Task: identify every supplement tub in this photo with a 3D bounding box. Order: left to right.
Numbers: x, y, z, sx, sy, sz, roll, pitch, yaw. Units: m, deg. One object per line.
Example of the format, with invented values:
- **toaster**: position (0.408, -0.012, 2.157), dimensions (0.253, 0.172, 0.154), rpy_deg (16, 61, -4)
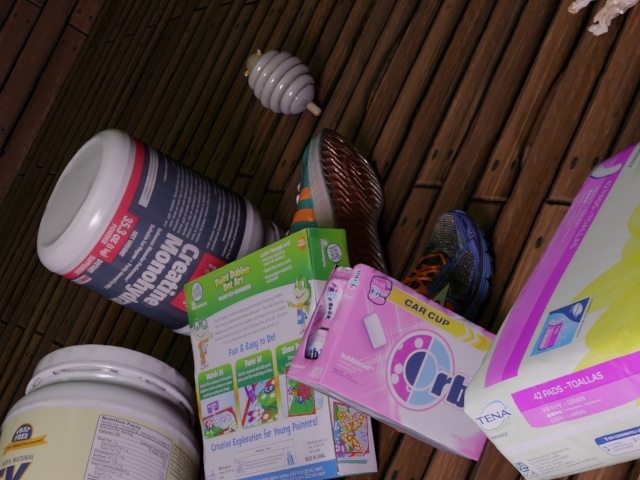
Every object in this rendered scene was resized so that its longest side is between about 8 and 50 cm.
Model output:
- **supplement tub**: position (-0.264, 0.306, 1.462), dimensions (0.235, 0.235, 0.325), rpy_deg (-36, 35, 41)
- **supplement tub**: position (-0.191, 0.001, 1.594), dimensions (0.191, 0.272, 0.191), rpy_deg (-42, 31, 34)

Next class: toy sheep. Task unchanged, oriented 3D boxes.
- **toy sheep**: position (-0.048, -0.212, 1.748), dimensions (0.091, 0.132, 0.091), rpy_deg (-49, -17, -21)

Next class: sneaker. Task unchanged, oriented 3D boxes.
- **sneaker**: position (0.000, 0.000, 1.438), dimensions (0.121, 0.108, 0.302), rpy_deg (-39, 34, 30)
- **sneaker**: position (0.095, 0.067, 1.222), dimensions (0.083, 0.087, 0.221), rpy_deg (-9, 56, 58)

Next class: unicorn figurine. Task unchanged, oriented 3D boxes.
- **unicorn figurine**: position (0.284, -0.273, 1.270), dimensions (0.111, 0.060, 0.162), rpy_deg (-47, 45, 25)

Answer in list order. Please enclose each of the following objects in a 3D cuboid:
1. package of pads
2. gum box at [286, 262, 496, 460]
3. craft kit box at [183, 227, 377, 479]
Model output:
- **package of pads**: position (0.251, 0.014, 0.877), dimensions (0.229, 0.101, 0.296), rpy_deg (-29, 19, 47)
- **gum box**: position (0.070, 0.103, 1.113), dimensions (0.062, 0.188, 0.107), rpy_deg (1, 66, 61)
- **craft kit box**: position (-0.050, 0.135, 1.343), dimensions (0.250, 0.061, 0.247), rpy_deg (-23, 73, 51)
